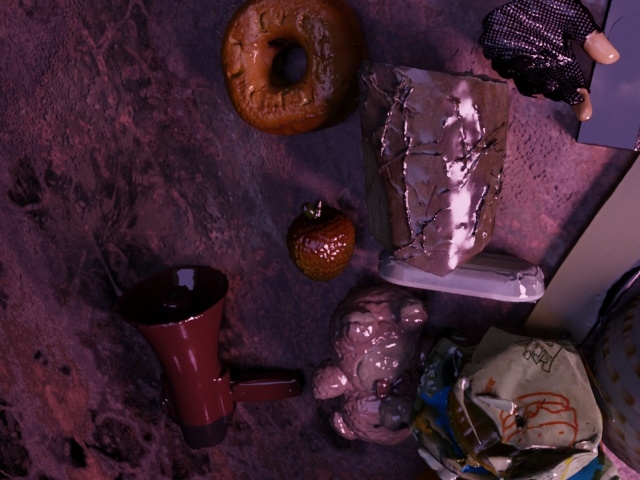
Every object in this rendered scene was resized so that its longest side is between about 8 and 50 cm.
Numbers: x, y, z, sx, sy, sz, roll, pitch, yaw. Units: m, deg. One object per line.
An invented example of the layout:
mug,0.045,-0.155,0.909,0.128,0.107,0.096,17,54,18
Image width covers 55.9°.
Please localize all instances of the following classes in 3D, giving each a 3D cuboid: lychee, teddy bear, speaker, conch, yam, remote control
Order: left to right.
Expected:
speaker,-0.193,0.212,1.116,0.259,0.198,0.329,-22,118,-14
lychee,0.000,0.000,0.966,0.114,0.114,0.146,1,121,20
teddy bear,0.095,0.205,0.971,0.236,0.151,0.267,-8,100,-12
yam,0.154,-0.102,0.828,0.201,0.202,0.271,12,112,16
remote control,0.209,0.046,0.909,0.247,0.104,0.052,8,109,17
speaker,0.400,-0.230,0.786,0.082,0.044,0.218,13,110,16
conch,0.508,0.229,0.805,0.303,0.215,0.319,28,113,21

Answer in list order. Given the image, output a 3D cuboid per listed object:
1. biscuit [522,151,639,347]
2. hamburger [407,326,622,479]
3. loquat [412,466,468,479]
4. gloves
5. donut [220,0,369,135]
biscuit,0.409,0.028,0.867,0.099,0.038,0.322,30,115,13
hamburger,0.257,0.231,0.819,0.276,0.150,0.260,2,65,12
loquat,0.227,0.512,0.914,0.359,0.328,0.328,-23,98,-5
gloves,0.295,-0.228,0.782,0.129,0.106,0.180,-20,82,-9
donut,-0.041,-0.263,0.901,0.226,0.114,0.226,6,107,20
